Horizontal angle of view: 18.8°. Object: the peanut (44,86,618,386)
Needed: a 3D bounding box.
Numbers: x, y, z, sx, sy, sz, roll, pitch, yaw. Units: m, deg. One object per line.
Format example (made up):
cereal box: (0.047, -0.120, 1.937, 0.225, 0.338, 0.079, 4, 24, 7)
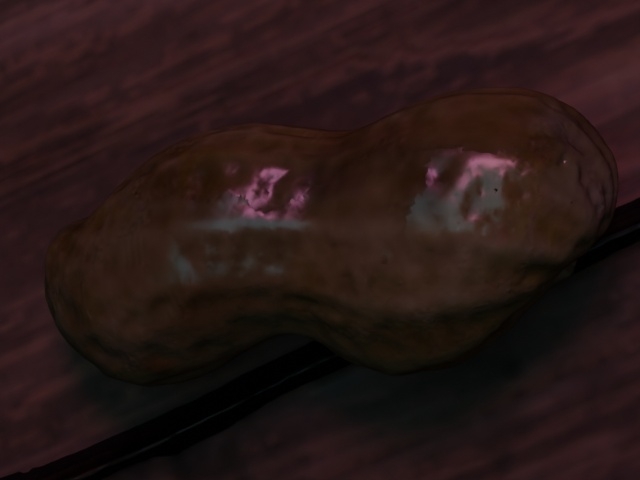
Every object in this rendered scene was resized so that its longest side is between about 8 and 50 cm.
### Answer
peanut: (0.000, 0.002, 0.616, 0.193, 0.089, 0.089, -8, 85, 19)
